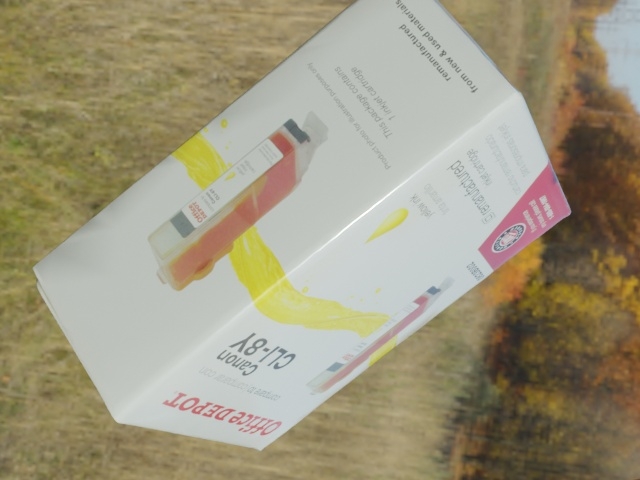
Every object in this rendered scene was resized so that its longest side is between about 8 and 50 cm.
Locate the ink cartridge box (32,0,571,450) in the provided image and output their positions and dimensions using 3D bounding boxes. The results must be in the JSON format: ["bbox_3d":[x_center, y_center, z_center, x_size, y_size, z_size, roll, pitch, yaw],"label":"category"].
[{"bbox_3d":[0.000,0.000,0.849,0.160,0.384,0.279,55,7,26],"label":"ink cartridge box"}]

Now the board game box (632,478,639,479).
[{"bbox_3d":[0.363,0.210,0.845,0.281,0.145,0.027,136,-57,-69],"label":"board game box"}]
